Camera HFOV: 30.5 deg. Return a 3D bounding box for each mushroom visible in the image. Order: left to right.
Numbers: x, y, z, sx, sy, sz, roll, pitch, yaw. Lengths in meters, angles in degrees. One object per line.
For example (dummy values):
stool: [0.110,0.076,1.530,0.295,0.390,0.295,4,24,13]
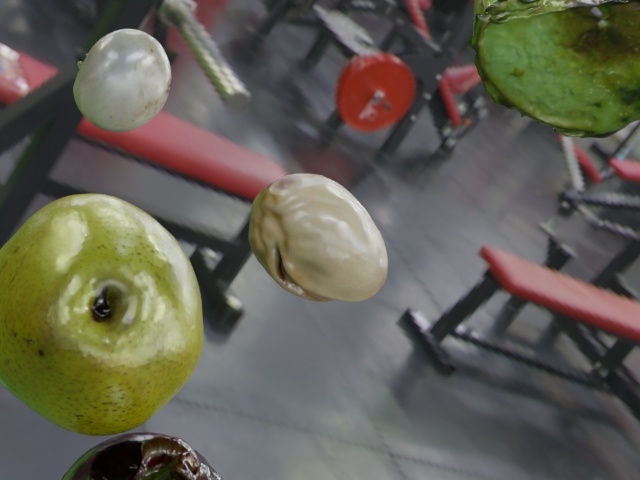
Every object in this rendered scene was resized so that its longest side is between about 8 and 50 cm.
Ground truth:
mushroom: [-0.166,-0.133,0.947,0.085,0.085,0.079,15,14,-47]

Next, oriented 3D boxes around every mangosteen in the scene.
mangosteen: [-0.210,0.332,1.439,0.228,0.265,0.228,15,50,-19]

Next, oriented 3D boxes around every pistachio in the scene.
pistachio: [0.000,0.000,1.389,0.215,0.144,0.144,37,11,-50]

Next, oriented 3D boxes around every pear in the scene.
pear: [-0.272,0.089,1.405,0.294,0.294,0.294,32,19,-12]
pear: [0.259,-0.236,1.073,0.164,0.238,0.255,68,20,-47]
